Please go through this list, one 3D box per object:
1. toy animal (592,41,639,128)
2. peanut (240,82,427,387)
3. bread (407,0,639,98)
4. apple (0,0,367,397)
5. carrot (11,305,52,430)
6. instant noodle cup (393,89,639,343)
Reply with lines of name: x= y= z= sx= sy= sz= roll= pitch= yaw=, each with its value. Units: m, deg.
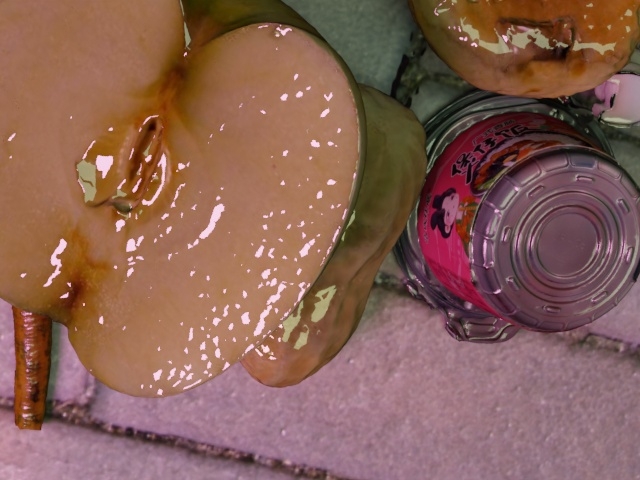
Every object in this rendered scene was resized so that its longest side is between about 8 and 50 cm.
toy animal: x=0.316 y=-0.168 z=1.487 sx=0.085 sy=0.124 sz=0.071 roll=-8 pitch=114 yaw=11
peanut: x=0.000 y=0.000 z=1.427 sx=0.152 sy=0.152 sz=0.313 roll=24 pitch=99 yaw=-18
bread: x=0.201 y=-0.246 z=1.408 sx=0.244 sy=0.134 sz=0.245 roll=0 pitch=90 yaw=-8
apple: x=-0.152 y=-0.067 z=1.288 sx=0.311 sy=0.320 sz=0.360 roll=18 pitch=110 yaw=-29
carrot: x=-0.288 y=0.110 z=1.441 sx=0.042 sy=0.042 sz=0.171 roll=1 pitch=105 yaw=-14
instant noodle cup: x=0.214 y=-0.016 z=1.454 sx=0.258 sy=0.181 sz=0.303 roll=-6 pitch=106 yaw=-13
